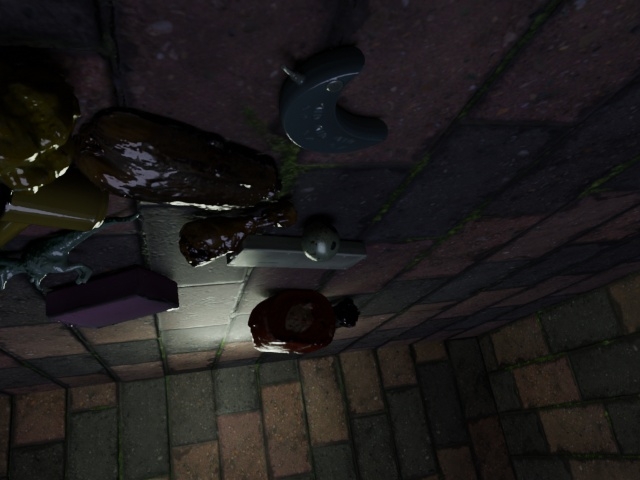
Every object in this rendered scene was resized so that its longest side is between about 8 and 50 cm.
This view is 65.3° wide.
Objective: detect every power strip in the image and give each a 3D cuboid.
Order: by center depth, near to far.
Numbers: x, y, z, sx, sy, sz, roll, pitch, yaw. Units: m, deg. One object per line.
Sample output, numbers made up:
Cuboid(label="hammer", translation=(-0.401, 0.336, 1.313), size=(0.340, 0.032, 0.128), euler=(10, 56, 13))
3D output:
Cuboid(label="power strip", translation=(0.010, -0.179, 0.666), size=(0.137, 0.044, 0.216), euler=(-15, 159, 15))
Cuboid(label="power strip", translation=(-0.045, 0.031, 1.193), size=(0.367, 0.043, 0.106), euler=(4, 156, -32))

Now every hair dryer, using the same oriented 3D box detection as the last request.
Cuboid(label="hair dryer", translation=(-0.456, -0.040, 0.785), size=(0.278, 0.090, 0.134), euler=(-19, 161, 40))

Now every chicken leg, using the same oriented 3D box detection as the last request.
Cuboid(label="chicken leg", translation=(-0.163, -0.021, 0.968), size=(0.251, 0.087, 0.107), euler=(-19, 179, 6))

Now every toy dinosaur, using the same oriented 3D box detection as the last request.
Cuboid(label="toy dinosaur", translation=(-0.467, 0.036, 0.960), size=(0.382, 0.076, 0.129), euler=(-21, 133, 11))

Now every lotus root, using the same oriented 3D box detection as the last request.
Cuboid(label="lotus root", translation=(-0.198, -0.090, 0.759), size=(0.329, 0.078, 0.167), euler=(10, 154, -41))

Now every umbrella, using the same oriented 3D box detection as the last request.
Cuboid(label="umbrella", translation=(0.015, 0.284, 1.810), size=(0.272, 0.110, 0.122), euler=(-22, 157, 40))

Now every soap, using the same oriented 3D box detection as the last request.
Cuboid(label="soap", translation=(-0.504, 0.146, 1.230), size=(0.259, 0.081, 0.181), euler=(-16, 160, 13))

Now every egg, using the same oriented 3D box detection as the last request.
Cuboid(label="egg", translation=(0.000, 0.000, 1.074), size=(0.085, 0.085, 0.110), euler=(-9, 148, -1))

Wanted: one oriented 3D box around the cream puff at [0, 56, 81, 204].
Cuboid(label="cream puff", translation=(-0.322, -0.131, 0.524), size=(0.121, 0.156, 0.156), euler=(-7, 166, 41))

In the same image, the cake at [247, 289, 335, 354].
Cuboid(label="cake", translation=(-0.086, 0.256, 1.583), size=(0.282, 0.177, 0.151), euler=(12, 151, -34))
